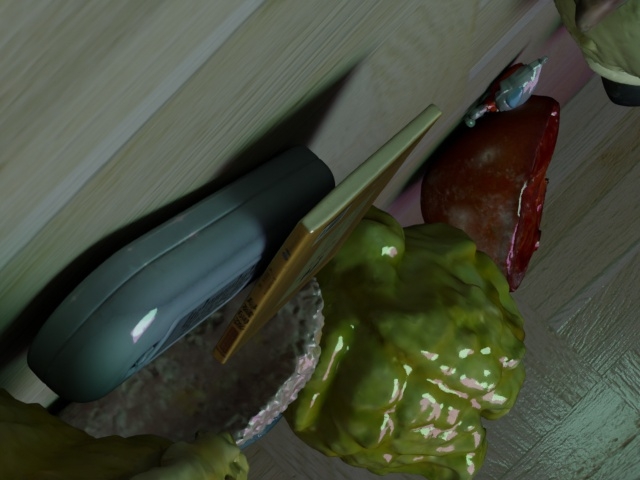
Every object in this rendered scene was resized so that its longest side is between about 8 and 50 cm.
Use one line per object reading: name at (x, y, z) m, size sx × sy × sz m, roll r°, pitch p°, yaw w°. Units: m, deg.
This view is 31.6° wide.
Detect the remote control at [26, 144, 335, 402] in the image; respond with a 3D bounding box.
remote control at (-0.060, 0.012, 0.588) m, size 0.087 × 0.047 × 0.244 m, roll -53°, pitch 172°, yaw 32°

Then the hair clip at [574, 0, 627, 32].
hair clip at (0.223, -0.196, 0.590) m, size 0.300 × 0.069 × 0.173 m, roll -28°, pitch 178°, yaw 40°

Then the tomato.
tomato at (0.188, -0.058, 1.295) m, size 0.200 × 0.140 × 0.233 m, roll -50°, pitch 147°, yaw -59°

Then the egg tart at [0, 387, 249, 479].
egg tart at (-0.178, 0.171, 0.453) m, size 0.345 × 0.132 × 0.345 m, roll -45°, pitch 173°, yaw -7°

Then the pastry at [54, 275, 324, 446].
pastry at (-0.102, 0.116, 0.717) m, size 0.265 × 0.103 × 0.112 m, roll -38°, pitch 164°, yaw -31°

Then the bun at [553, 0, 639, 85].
bun at (0.299, -0.192, 0.843) m, size 0.259 × 0.160 × 0.259 m, roll -27°, pitch -170°, yaw 5°

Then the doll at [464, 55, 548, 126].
doll at (0.197, -0.155, 1.182) m, size 0.057 × 0.039 × 0.114 m, roll 6°, pitch 150°, yaw -37°

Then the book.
book at (0.000, 0.000, 0.644) m, size 0.118 × 0.012 × 0.172 m, roll -43°, pitch 173°, yaw -34°

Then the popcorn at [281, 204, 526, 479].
popcorn at (0.066, 0.087, 0.964) m, size 0.256 × 0.255 × 0.195 m, roll -30°, pitch 164°, yaw -42°

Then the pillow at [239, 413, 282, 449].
pillow at (-0.102, 0.173, 1.155) m, size 0.214 × 0.086 × 0.233 m, roll -37°, pitch 169°, yaw -22°

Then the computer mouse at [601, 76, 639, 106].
computer mouse at (0.409, -0.312, 1.208) m, size 0.374 × 0.114 × 0.203 m, roll -52°, pitch 171°, yaw -4°
